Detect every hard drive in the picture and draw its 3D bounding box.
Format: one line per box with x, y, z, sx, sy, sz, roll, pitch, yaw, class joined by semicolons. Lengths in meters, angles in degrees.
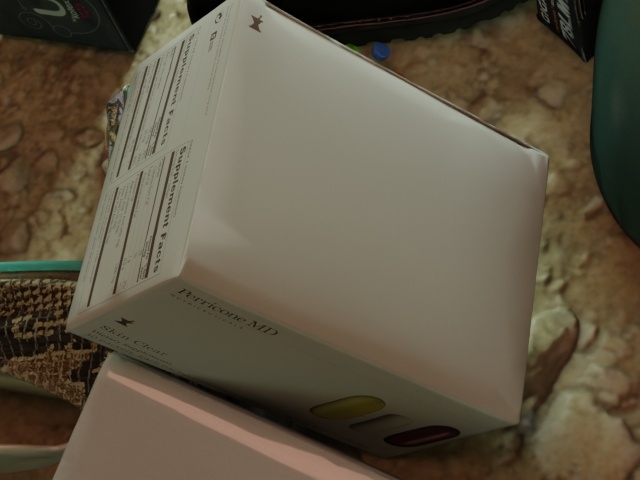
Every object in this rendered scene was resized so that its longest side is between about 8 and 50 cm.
-0.023;0.244;0.959;0.353;0.047;0.233;22;87;17;hard drive

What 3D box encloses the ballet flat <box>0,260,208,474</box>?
-0.308;0.077;1.135;0.483;0.164;0.182;10;82;17;ballet flat

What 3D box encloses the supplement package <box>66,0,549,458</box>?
0.000;0.000;1.003;0.145;0.262;0.204;-26;46;51;supplement package

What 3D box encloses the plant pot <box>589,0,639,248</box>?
0.321;-0.136;1.025;0.293;0.235;0.293;-6;60;11;plant pot

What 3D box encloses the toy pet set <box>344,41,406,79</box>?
0.014;-0.088;1.185;0.122;0.065;0.114;-8;60;-37;toy pet set

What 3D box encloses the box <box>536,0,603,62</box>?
0.273;-0.308;1.098;0.295;0.293;0.073;-36;61;-5;box

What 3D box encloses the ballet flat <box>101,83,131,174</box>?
-0.158;-0.072;1.238;0.041;0.041;0.114;-9;60;10;ballet flat

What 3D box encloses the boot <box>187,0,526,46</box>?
0.019;-0.265;1.160;0.348;0.260;0.131;-16;59;7;boot

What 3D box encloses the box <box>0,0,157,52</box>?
-0.197;-0.321;1.306;0.143;0.165;0.270;11;66;20;box
